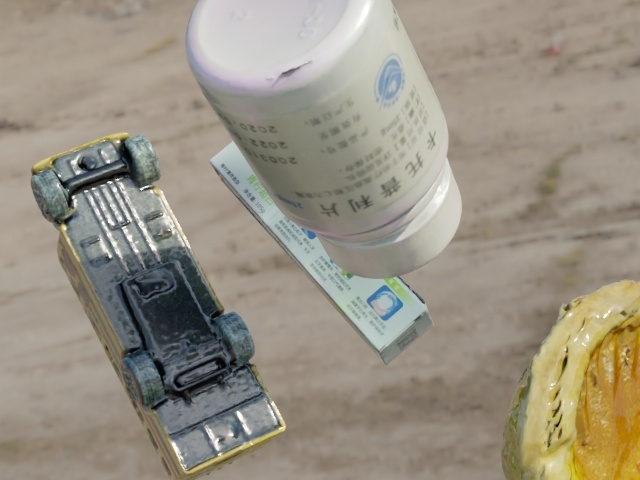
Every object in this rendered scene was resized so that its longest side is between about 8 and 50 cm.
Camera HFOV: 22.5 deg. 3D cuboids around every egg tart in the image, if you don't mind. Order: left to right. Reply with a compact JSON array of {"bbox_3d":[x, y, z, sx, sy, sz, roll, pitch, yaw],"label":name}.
[{"bbox_3d":[0.324,0.233,1.759,0.169,0.387,0.388,-8,13,46],"label":"egg tart"}]

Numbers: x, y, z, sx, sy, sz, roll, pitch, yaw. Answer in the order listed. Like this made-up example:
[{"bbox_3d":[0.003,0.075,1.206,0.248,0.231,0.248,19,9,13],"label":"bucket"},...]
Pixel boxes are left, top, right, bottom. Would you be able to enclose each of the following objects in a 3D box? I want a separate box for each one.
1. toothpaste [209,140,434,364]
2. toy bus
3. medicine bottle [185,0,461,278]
[{"bbox_3d":[0.000,0.000,1.945,0.081,0.336,0.067,-40,-24,-5],"label":"toothpaste"},{"bbox_3d":[-0.161,0.064,1.532,0.121,0.335,0.123,-24,-16,-20],"label":"toy bus"},{"bbox_3d":[0.014,-0.100,1.353,0.170,0.293,0.170,-12,52,15],"label":"medicine bottle"}]
